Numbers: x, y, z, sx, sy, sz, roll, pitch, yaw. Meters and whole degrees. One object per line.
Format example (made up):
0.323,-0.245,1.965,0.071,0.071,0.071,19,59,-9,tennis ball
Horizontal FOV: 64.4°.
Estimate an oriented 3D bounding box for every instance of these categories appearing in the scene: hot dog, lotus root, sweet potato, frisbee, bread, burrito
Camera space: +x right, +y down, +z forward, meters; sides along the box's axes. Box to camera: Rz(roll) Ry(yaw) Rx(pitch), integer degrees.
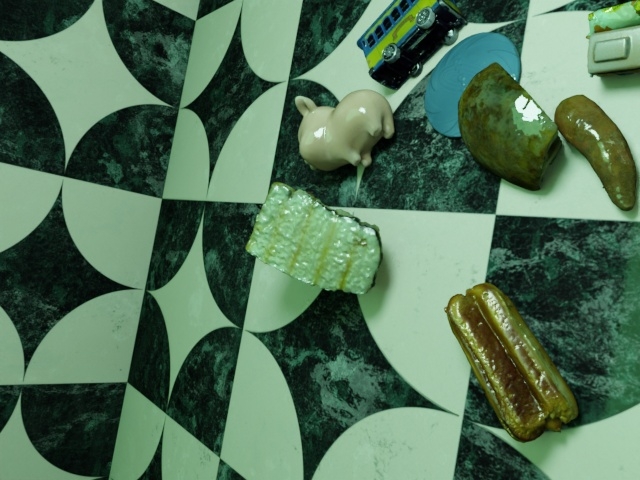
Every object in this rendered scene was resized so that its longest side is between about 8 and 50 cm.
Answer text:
0.405,0.258,1.111,0.158,0.117,0.349,-31,62,8,hot dog
0.420,-0.269,1.178,0.210,0.141,0.314,-55,53,23,lotus root
0.573,-0.195,1.047,0.097,0.097,0.292,-40,53,36,sweet potato
0.386,-0.416,1.348,0.289,0.049,0.290,-15,69,46,frisbee
0.008,0.003,1.513,0.395,0.264,0.240,23,96,11,bread
0.663,-0.463,1.001,0.288,0.104,0.054,6,75,49,burrito

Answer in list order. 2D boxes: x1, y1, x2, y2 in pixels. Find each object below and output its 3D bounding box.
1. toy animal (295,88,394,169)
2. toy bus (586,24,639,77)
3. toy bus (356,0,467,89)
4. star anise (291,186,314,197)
0.068,-0.343,1.582,0.326,0.237,0.269,-45,60,27,toy animal
0.628,-0.377,1.006,0.182,0.103,0.092,12,107,50,toy bus
0.257,-0.599,1.473,0.287,0.138,0.175,-39,55,36,toy bus
-0.066,-0.063,1.750,0.214,0.098,0.220,25,105,63,star anise
